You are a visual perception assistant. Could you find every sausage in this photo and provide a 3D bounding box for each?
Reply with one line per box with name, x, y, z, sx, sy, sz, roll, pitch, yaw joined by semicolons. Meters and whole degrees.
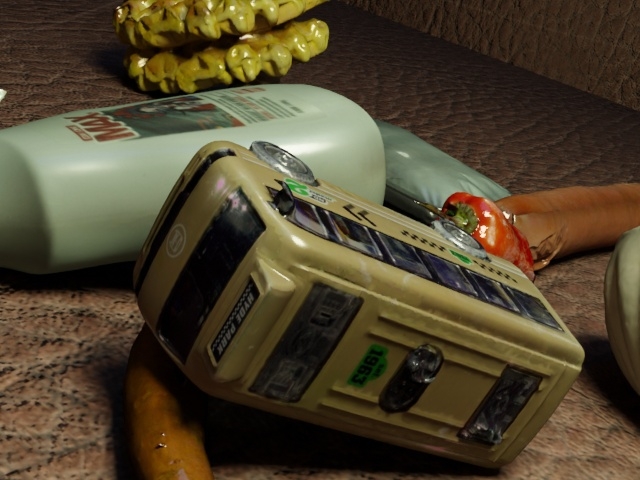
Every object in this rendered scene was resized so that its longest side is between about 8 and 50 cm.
sausage;0.337;-0.024;1.153;0.094;0.094;0.418;-5;2;43
sausage;-0.110;-0.225;1.359;0.065;0.066;0.301;16;21;-2

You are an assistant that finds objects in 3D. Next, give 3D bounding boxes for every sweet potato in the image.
sweet potato;-0.094;0.112;0.547;0.057;0.057;0.265;10;26;-17

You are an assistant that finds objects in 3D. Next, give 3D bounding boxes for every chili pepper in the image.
chili pepper;0.153;-0.004;0.911;0.086;0.084;0.192;0;-19;44

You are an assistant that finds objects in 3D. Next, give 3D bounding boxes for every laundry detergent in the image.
laundry detergent;-0.170;-0.054;0.768;0.397;0.125;0.264;-12;24;-27

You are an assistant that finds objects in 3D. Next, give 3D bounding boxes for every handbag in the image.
handbag;0.094;-0.103;1.205;0.332;0.075;0.191;34;30;31

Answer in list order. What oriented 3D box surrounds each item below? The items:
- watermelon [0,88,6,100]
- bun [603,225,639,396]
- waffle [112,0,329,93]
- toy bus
watermelon;-0.423;-0.112;0.721;0.260;0.176;0.256;32;22;-24
bun;0.355;0.109;0.754;0.263;0.175;0.263;25;-15;7
waffle;-0.158;-0.317;1.334;0.324;0.151;0.261;4;23;39
toy bus;0.029;0.052;0.600;0.289;0.139;0.157;23;18;-31
